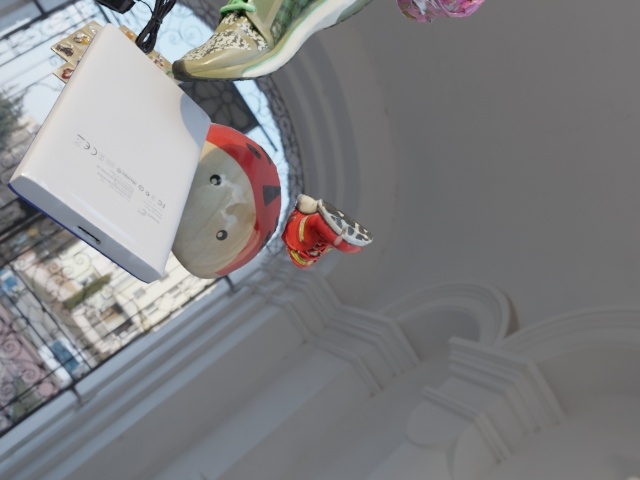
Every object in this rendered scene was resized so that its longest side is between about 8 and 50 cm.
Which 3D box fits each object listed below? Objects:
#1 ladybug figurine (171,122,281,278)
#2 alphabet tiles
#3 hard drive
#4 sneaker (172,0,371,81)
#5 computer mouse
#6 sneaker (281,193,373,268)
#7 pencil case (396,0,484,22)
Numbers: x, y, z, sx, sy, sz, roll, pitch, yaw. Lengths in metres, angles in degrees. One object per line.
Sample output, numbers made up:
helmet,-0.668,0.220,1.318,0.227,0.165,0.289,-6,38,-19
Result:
ladybug figurine,-0.178,-0.086,1.255,0.449,0.161,0.305,-63,147,-75
alphabet tiles,-0.534,-0.448,1.718,0.342,0.285,0.011,39,-38,-6
hard drive,-0.261,-0.126,0.858,0.040,0.319,0.210,-24,-50,29
sneaker,-0.089,-0.381,0.975,0.158,0.410,0.182,12,-44,42
computer mouse,-0.448,-0.499,1.326,0.262,0.184,0.060,12,23,-37
sneaker,0.000,0.000,1.091,0.107,0.118,0.279,33,-2,-17
pencil case,0.334,-0.711,1.797,0.167,0.160,0.386,24,12,-15
